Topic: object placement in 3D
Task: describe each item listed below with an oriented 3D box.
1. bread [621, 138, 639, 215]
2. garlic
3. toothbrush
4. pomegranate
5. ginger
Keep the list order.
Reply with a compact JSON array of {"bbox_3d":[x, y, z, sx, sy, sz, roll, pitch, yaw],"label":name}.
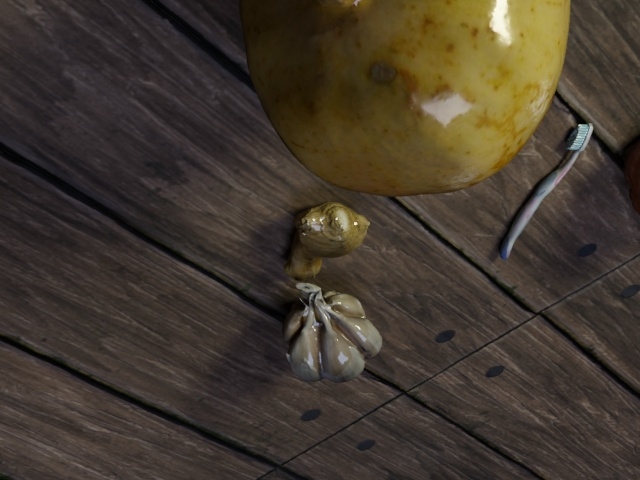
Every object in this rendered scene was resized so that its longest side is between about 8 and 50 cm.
[{"bbox_3d":[0.518,-0.097,1.913,0.244,0.123,0.190,-33,121,11],"label":"bread"},{"bbox_3d":[0.012,0.113,1.971,0.131,0.127,0.194,-12,145,0],"label":"garlic"},{"bbox_3d":[0.295,-0.061,1.959,0.027,0.021,0.269,10,136,-16],"label":"toothbrush"},{"bbox_3d":[0.071,-0.204,1.408,0.342,0.343,0.342,-12,144,-9],"label":"pomegranate"},{"bbox_3d":[0.009,-0.001,1.874,0.096,0.067,0.165,-7,156,-16],"label":"ginger"}]
